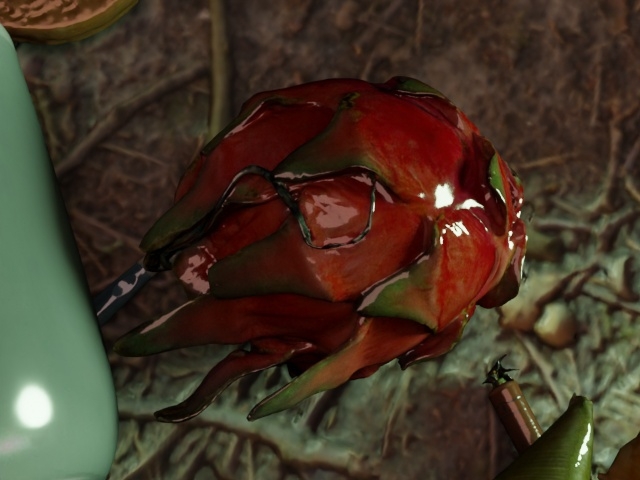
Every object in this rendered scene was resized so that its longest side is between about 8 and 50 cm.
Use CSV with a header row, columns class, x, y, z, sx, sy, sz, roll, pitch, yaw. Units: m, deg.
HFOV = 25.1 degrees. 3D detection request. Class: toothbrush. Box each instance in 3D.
class,x,y,z,sx,sy,sz,roll,pitch,yaw
toothbrush,-0.129,0.033,0.923,0.275,0.025,0.019,-43,85,-9

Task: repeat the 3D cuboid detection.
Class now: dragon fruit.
class,x,y,z,sx,sy,sz,roll,pitch,yaw
dragon fruit,0.000,0.000,0.842,0.274,0.193,0.192,-14,36,-26

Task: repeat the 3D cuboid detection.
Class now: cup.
class,x,y,z,sx,sy,sz,roll,pitch,yaw
cup,-0.295,0.064,0.811,0.356,0.259,0.275,-28,75,26

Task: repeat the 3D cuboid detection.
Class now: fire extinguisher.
class,x,y,z,sx,sy,sz,roll,pitch,yaw
fire extinguisher,0.129,0.114,0.918,0.028,0.022,0.083,-32,80,29

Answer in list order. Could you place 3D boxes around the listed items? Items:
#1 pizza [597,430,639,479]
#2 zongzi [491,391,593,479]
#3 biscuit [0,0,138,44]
class,x,y,z,sx,sy,sz,roll,pitch,yaw
pizza,0.259,0.289,0.792,0.440,0.130,0.406,-34,104,-12
zongzi,0.037,0.210,0.846,0.250,0.125,0.274,9,79,-7
biscuit,-0.220,-0.262,0.965,0.202,0.044,0.289,-40,82,-9
